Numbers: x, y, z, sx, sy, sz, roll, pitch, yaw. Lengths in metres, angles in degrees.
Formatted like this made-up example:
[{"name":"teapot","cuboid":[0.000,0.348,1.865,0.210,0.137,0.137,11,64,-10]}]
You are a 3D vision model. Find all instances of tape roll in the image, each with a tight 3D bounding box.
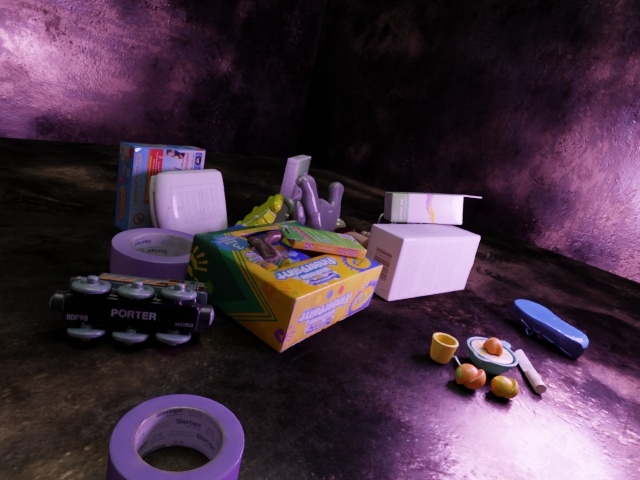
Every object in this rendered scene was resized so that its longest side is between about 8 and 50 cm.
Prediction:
[{"name":"tape roll","cuboid":[-0.470,0.050,1.289,0.274,0.090,0.275,12,18,-4]},{"name":"tape roll","cuboid":[-0.213,0.322,0.647,0.188,0.080,0.189,13,18,-4]}]

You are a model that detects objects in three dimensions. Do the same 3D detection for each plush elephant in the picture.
[{"name":"plush elephant","cuboid":[-0.064,-0.089,1.778,0.255,0.331,0.271,-3,3,37]}]

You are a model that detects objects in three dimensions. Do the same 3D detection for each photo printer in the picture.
[{"name":"photo printer","cuboid":[-0.475,-0.123,1.560,0.107,0.256,0.307,0,11,28]}]

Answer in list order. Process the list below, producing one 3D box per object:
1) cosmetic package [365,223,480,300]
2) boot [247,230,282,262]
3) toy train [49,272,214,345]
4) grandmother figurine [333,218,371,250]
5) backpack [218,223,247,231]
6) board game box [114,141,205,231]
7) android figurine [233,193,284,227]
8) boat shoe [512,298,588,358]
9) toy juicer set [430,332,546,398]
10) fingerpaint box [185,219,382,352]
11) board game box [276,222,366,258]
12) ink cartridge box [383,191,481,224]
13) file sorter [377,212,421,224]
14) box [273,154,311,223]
[{"name":"cosmetic package","cuboid":[0.373,0.067,1.610,0.452,0.230,0.161,-1,21,-39]},{"name":"boot","cuboid":[-0.123,0.018,1.143,0.106,0.037,0.114,-15,32,-32]},{"name":"toy train","cuboid":[-0.410,0.145,0.986,0.333,0.143,0.190,7,6,-13]},{"name":"grandmother figurine","cuboid":[0.125,-0.014,1.893,0.207,0.104,0.342,-2,23,-26]},{"name":"backpack","cuboid":[-0.318,0.006,1.532,0.101,0.098,0.120,13,28,31]},{"name":"board game box","cuboid":[-0.585,-0.196,1.606,0.086,0.309,0.301,22,19,30]},{"name":"android figurine","cuboid":[-0.245,-0.085,1.696,0.056,0.248,0.273,52,24,-19]},{"name":"boat shoe","cuboid":[0.731,0.290,1.425,0.108,0.089,0.258,-8,30,-20]},{"name":"toy juicer set","cuboid":[0.468,0.317,1.136,0.328,0.090,0.209,8,18,-18]},{"name":"fingerpaint box","cuboid":[-0.091,0.094,1.267,0.371,0.163,0.444,28,23,29]},{"name":"board game box","cuboid":[0.000,0.000,1.305,0.259,0.039,0.124,12,17,-26]},{"name":"ink cartridge box","cuboid":[0.450,-0.133,1.784,0.352,0.119,0.207,2,8,1]},{"name":"file sorter","cuboid":[0.397,-0.002,1.934,0.277,0.173,0.192,25,21,31]},{"name":"box","cuboid":[-0.130,-0.227,2.002,0.058,0.322,0.232,19,18,7]}]
